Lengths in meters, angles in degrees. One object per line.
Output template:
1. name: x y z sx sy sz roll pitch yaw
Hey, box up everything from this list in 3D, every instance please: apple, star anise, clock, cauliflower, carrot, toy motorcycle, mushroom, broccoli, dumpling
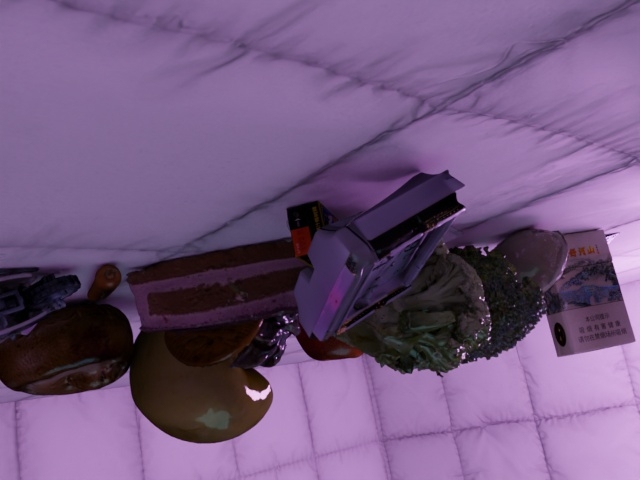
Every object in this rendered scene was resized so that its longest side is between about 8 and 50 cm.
1. apple: 0.021 0.183 1.575 0.181 0.168 0.181 -7 170 -1
2. star anise: -0.070 0.134 1.266 0.081 0.230 0.262 23 -157 10
3. clock: 0.068 0.021 0.910 0.186 0.083 0.253 -29 159 -28
4. cauliflower: 0.119 0.116 1.117 0.275 0.272 0.250 -36 -179 28
5. apple: -0.227 0.248 1.375 0.254 0.292 0.292 -14 167 25
6. carrot: -0.341 0.074 1.092 0.037 0.037 0.190 -4 166 -28
7. toy motorcycle: -0.475 0.114 0.983 0.239 0.108 0.204 1 162 -43
8. mushroom: -0.451 0.199 1.259 0.253 0.153 0.253 -13 158 -5
9. broccoli: 0.259 0.115 1.343 0.235 0.288 0.260 -56 178 0
10. dumpling: 0.416 0.046 1.417 0.118 0.136 0.199 -13 179 -30

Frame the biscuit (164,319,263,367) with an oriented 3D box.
1. biscuit: -0.174 0.124 1.165 0.188 0.188 0.027 -15 134 15

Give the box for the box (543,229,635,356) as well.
1. box: 0.570 0.113 1.546 0.164 0.256 0.069 -7 167 -19

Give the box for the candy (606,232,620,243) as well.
1. candy: 0.659 0.020 1.718 0.088 0.038 0.136 -11 158 -16

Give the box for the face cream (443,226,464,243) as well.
1. face cream: 0.130 0.025 1.257 0.244 0.058 0.092 -26 157 28

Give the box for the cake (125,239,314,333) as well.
1. cake: -0.141 0.076 1.105 0.295 0.116 0.113 -10 169 6

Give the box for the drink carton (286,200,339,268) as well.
1. drink carton: 0.000 0.000 0.997 0.056 0.071 0.166 -17 165 11
